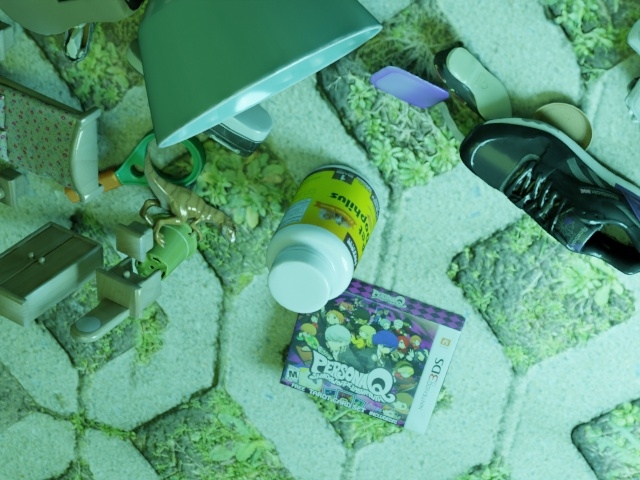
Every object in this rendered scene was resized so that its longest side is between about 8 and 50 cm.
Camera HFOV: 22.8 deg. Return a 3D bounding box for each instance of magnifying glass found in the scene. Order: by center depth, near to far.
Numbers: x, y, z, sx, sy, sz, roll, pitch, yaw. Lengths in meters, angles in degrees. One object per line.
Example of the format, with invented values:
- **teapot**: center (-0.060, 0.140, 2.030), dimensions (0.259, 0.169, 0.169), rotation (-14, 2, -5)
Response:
- **magnifying glass**: center (-0.264, -0.098, 2.236), dimensions (0.231, 0.026, 0.092), rotation (-17, 117, 29)

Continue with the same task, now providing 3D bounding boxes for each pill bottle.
- **pill bottle**: center (0.000, 0.000, 2.092), dimensions (0.117, 0.215, 0.117), rotation (9, 127, 13)

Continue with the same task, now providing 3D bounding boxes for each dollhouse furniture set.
- **dollhouse furniture set**: center (-0.382, -0.074, 2.143), dimensions (0.303, 0.174, 0.355), rotation (23, 131, 26)

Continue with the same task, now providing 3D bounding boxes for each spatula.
- **spatula**: center (0.187, -0.133, 2.040), dimensions (0.296, 0.030, 0.084), rotation (39, 157, -15)

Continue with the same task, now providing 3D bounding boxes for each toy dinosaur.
- **toy dinosaur**: center (-0.206, -0.057, 2.210), dimensions (0.112, 0.064, 0.211), rotation (-40, 129, 18)

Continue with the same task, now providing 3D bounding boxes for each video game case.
- **video game case**: center (0.072, 0.160, 2.291), dimensions (0.232, 0.042, 0.210), rotation (20, 127, 5)

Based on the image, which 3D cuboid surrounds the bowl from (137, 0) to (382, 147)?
- **bowl**: center (-0.098, -0.254, 1.927), dimensions (0.311, 0.311, 0.163), rotation (-28, 92, 33)

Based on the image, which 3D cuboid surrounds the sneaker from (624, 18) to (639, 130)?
- **sneaker**: center (0.432, -0.142, 1.923), dimensions (0.118, 0.110, 0.292), rotation (5, 118, 25)

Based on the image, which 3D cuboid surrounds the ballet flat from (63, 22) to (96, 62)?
- **ballet flat**: center (-0.322, -0.284, 2.114), dimensions (0.041, 0.041, 0.114), rotation (19, 128, 6)

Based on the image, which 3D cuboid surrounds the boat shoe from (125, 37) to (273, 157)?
- **boat shoe**: center (-0.171, -0.184, 2.109), dimensions (0.219, 0.078, 0.070), rotation (34, 127, -8)

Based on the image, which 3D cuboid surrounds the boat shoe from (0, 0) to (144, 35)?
- **boat shoe**: center (-0.290, -0.354, 2.017), dimensions (0.340, 0.158, 0.127), rotation (11, 138, 47)

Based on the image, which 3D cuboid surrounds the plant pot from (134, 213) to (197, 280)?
- **plant pot**: center (-0.229, 0.018, 2.270), dimensions (0.083, 0.079, 0.083), rotation (10, 127, 14)

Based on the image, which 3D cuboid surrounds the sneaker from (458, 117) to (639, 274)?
- **sneaker**: center (0.305, -0.054, 1.982), dimensions (0.283, 0.124, 0.107), rotation (25, 122, -11)

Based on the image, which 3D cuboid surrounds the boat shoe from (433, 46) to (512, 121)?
- **boat shoe**: center (0.194, -0.193, 2.002), dimensions (0.133, 0.049, 0.042), rotation (45, 162, -26)

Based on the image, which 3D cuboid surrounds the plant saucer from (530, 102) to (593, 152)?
- **plant saucer**: center (0.305, -0.142, 2.014), dimensions (0.083, 0.015, 0.083), rotation (9, 127, 13)
